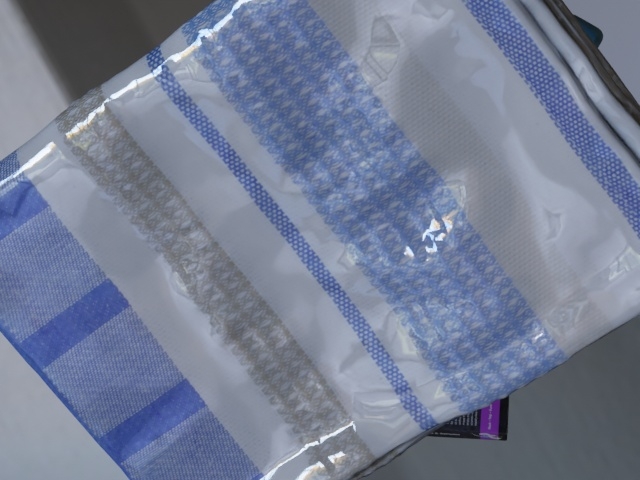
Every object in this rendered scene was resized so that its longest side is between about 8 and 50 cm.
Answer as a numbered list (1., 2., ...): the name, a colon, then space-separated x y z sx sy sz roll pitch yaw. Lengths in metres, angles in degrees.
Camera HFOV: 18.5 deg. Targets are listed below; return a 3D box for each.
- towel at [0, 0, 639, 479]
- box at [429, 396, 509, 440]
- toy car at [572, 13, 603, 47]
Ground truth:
1. towel: 0.000 0.000 0.802 0.285 0.209 0.034 -32 16 21
2. box: 0.105 0.134 1.925 0.162 0.116 0.029 4 -24 5
3. toy car: 0.095 -0.128 1.773 0.210 0.219 0.238 -55 -6 -34
